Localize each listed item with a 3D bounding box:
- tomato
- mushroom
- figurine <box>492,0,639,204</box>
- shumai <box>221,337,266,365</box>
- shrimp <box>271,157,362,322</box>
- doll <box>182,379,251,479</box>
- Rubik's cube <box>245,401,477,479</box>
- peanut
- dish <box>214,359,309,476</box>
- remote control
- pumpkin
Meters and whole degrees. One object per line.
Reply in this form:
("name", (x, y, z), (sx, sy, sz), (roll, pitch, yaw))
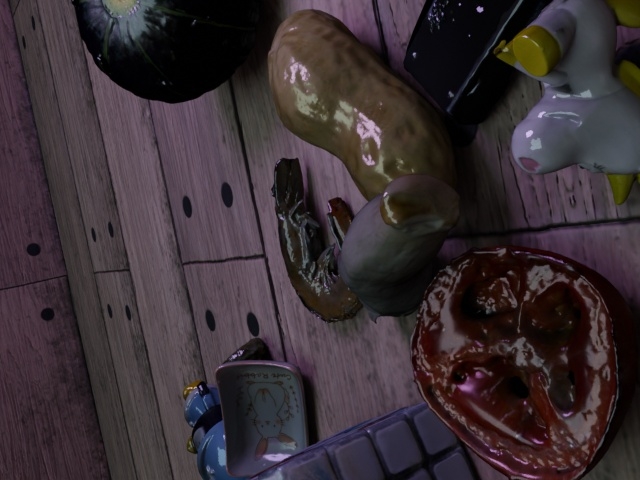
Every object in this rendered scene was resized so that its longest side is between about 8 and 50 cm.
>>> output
("tomato", (0.205, 0.112, 0.612), (0.227, 0.101, 0.228), (8, 100, 48))
("mushroom", (0.073, 0.020, 0.670), (0.351, 0.109, 0.097), (80, 179, -75))
("figurine", (0.216, -0.111, 0.511), (0.129, 0.109, 0.178), (-12, 99, 13))
("shumai", (-0.132, 0.244, 1.164), (0.087, 0.099, 0.124), (48, 143, 12))
("shrimp", (-0.001, 0.000, 0.918), (0.173, 0.058, 0.253), (0, 104, 48))
("doll", (-0.190, 0.397, 1.248), (0.314, 0.141, 0.177), (33, 139, 52))
("Rubik's cube", (0.044, 0.376, 0.788), (0.253, 0.256, 0.259), (-42, 67, 52))
("peanut", (0.032, -0.150, 0.729), (0.319, 0.147, 0.148), (55, 141, 29))
("dish", (-0.091, 0.300, 1.093), (0.151, 0.077, 0.213), (-2, 103, 13))
("remote control", (0.184, -0.279, 0.540), (0.145, 0.062, 0.399), (55, 141, 28))
("pumpkin", (-0.219, -0.363, 0.983), (0.295, 0.295, 0.296), (24, 120, 50))
